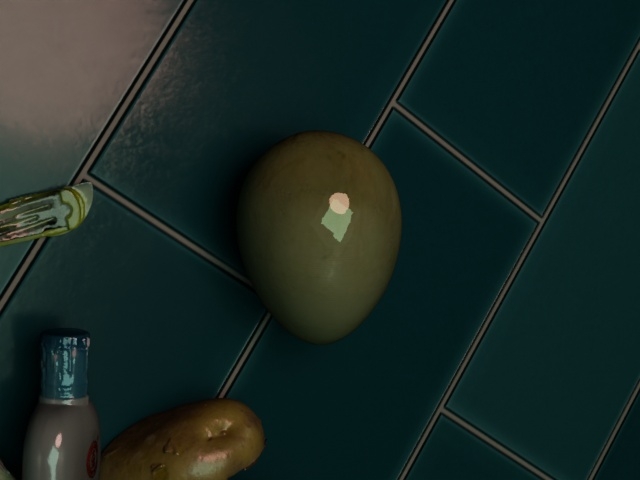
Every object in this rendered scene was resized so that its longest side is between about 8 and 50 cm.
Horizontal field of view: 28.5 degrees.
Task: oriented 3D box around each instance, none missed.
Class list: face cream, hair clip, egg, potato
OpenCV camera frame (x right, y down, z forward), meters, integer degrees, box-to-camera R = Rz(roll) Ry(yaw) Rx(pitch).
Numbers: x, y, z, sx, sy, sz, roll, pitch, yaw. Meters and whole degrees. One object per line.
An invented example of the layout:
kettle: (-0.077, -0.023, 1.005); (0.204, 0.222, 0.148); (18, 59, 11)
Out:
face cream: (-0.321, 0.278, 1.565); (0.080, 0.163, 0.336); (3, 95, 7)
hair clip: (-0.369, -0.023, 1.565); (0.188, 0.033, 0.060); (-18, 106, -28)
egg: (0.000, 0.000, 1.664); (0.218, 0.218, 0.295); (-16, 114, -26)
potato: (-0.181, 0.277, 1.645); (0.243, 0.138, 0.098); (-26, 103, -26)

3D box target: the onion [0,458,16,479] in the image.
onion: (-0.451, 0.324, 1.522); (0.151, 0.098, 0.206); (-24, 106, -48)
